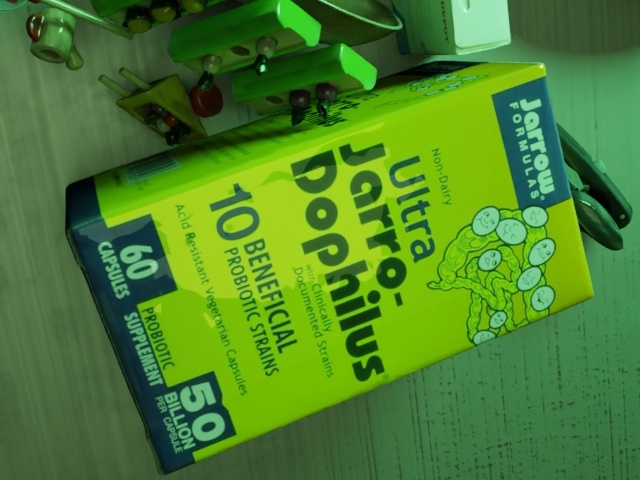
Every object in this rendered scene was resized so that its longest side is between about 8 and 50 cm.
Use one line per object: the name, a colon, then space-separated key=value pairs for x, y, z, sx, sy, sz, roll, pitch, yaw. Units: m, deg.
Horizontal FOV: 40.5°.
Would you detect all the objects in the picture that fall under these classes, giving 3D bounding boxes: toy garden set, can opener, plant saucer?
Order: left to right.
toy garden set: x=-0.114 y=-0.131 z=0.599 sx=0.244 sy=0.203 sz=0.049 roll=26 pitch=66 yaw=-46
plant saucer: x=-0.032 y=-0.197 z=0.653 sx=0.198 sy=0.199 sz=0.036 roll=22 pitch=114 yaw=-19
can opener: x=0.231 y=-0.072 z=0.822 sx=0.059 sy=0.073 sz=0.186 roll=-41 pitch=100 yaw=4

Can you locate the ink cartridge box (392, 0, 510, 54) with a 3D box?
ink cartridge box: x=0.104 y=-0.202 z=0.721 sx=0.052 sy=0.122 sz=0.089 roll=-13 pitch=105 yaw=-13

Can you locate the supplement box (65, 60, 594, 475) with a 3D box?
supplement box: x=0.000 y=0.000 z=0.697 sx=0.356 sy=0.195 sz=0.194 roll=-21 pitch=107 yaw=-11

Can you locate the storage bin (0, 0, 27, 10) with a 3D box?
storage bin: x=-0.275 y=-0.206 z=0.628 sx=0.135 sy=0.091 sz=0.098 roll=2 pitch=102 yaw=-16
